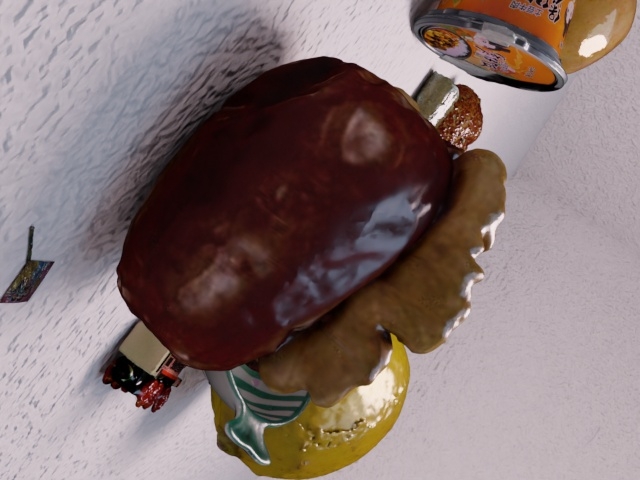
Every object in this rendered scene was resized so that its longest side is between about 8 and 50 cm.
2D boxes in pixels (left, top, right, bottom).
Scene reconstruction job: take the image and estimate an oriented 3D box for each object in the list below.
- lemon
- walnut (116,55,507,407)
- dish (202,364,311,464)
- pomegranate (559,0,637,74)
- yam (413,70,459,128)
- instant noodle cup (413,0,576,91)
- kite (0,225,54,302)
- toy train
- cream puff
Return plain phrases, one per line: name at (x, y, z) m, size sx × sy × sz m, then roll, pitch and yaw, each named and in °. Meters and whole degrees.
lemon at (-0.019, 0.190, 1.167) m, size 0.310 × 0.253 × 0.253 m, roll -25°, pitch 154°, yaw -35°
walnut at (0.000, 0.000, 0.665) m, size 0.269 × 0.244 × 0.222 m, roll -48°, pitch 169°, yaw 1°
dish at (-0.084, 0.124, 0.965) m, size 0.224 × 0.078 × 0.246 m, roll 53°, pitch 37°, yaw -40°
pomegranate at (0.330, -0.314, 1.183) m, size 0.191 × 0.191 × 0.191 m, roll -50°, pitch 168°, yaw -14°
yam at (0.138, -0.167, 1.194) m, size 0.132 × 0.054 × 0.054 m, roll -53°, pitch 169°, yaw 6°
instant noodle cup at (0.207, -0.255, 0.947) m, size 0.126 × 0.177 × 0.208 m, roll -66°, pitch -169°, yaw 0°
kite at (-0.189, 0.016, 0.574) m, size 0.078 × 0.002 × 0.044 m, roll -58°, pitch 168°, yaw 27°
toy train at (-0.168, 0.125, 0.871) m, size 0.087 × 0.050 × 0.138 m, roll -54°, pitch 169°, yaw -12°
cream puff at (0.199, -0.170, 1.344) m, size 0.149 × 0.084 × 0.149 m, roll -49°, pitch 166°, yaw -17°
